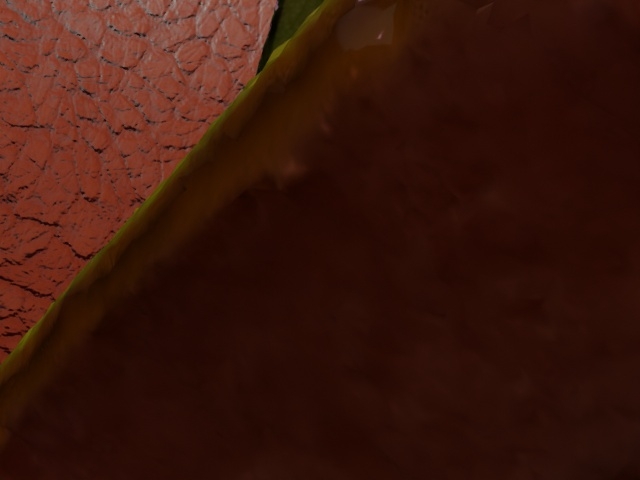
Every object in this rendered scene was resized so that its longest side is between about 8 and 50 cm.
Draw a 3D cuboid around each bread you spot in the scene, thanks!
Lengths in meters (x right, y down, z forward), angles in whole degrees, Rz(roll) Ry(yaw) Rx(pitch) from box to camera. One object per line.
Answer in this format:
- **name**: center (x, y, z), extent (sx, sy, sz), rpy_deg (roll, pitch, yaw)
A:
- **bread**: center (0.071, -0.043, 0.516), extent (0.333, 0.143, 0.323), rpy_deg (-52, 7, -37)

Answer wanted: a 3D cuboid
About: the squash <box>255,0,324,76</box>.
- **squash**: center (-0.002, -0.179, 1.497), extent (0.309, 0.210, 0.233), rpy_deg (-43, -11, -10)
